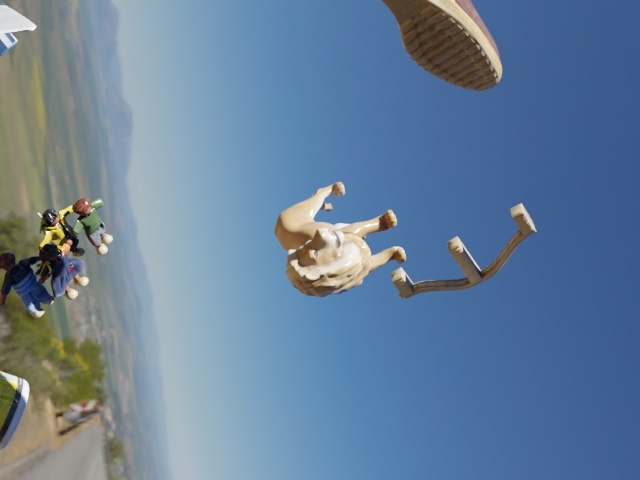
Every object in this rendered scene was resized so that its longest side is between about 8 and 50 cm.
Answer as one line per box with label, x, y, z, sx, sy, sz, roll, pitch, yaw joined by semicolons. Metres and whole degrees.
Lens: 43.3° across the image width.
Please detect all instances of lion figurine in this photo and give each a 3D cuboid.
lion figurine;0.000;0.000;1.536;0.392;0.240;0.142;25;-49;65

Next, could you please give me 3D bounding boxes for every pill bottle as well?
pill bottle;-0.489;0.204;1.057;0.103;0.184;0.103;-45;-149;36

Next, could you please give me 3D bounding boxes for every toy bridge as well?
toy bridge;0.177;0.026;0.988;0.063;0.188;0.026;52;21;-22

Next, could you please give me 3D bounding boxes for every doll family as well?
doll family;-0.364;0.016;1.098;0.111;0.076;0.192;78;26;-51

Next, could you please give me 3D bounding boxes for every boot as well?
boot;0.131;-0.300;0.831;0.090;0.248;0.206;-8;-131;53

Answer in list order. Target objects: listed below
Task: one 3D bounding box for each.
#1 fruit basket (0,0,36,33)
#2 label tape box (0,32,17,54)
fruit basket;-0.501;-0.222;0.876;0.353;0.327;0.165;42;-40;50
label tape box;-0.718;-0.454;1.445;0.347;0.115;0.249;53;1;-23
